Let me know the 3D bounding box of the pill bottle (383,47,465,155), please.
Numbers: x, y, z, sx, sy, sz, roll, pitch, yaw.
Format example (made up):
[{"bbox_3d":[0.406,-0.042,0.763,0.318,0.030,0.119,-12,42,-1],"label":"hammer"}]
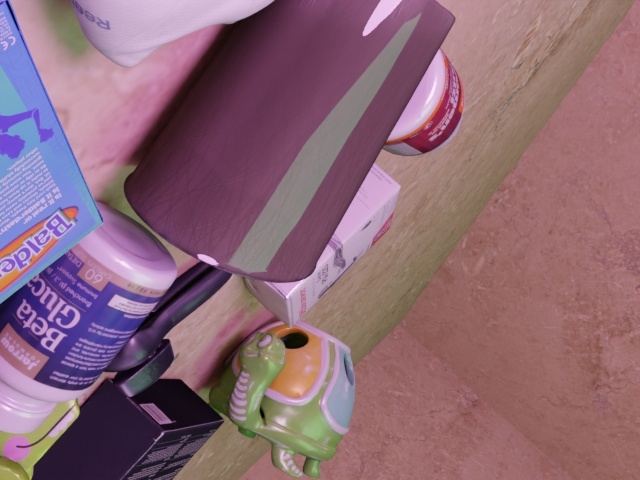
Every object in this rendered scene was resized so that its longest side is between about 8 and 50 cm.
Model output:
[{"bbox_3d":[0.088,-0.154,0.762,0.121,0.121,0.221,-52,166,13],"label":"pill bottle"}]

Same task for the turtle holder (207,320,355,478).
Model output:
[{"bbox_3d":[-0.073,0.245,1.218,0.320,0.243,0.227,37,77,-37],"label":"turtle holder"}]

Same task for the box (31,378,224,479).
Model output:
[{"bbox_3d":[-0.253,0.280,0.937,0.184,0.103,0.261,-51,167,-4],"label":"box"}]

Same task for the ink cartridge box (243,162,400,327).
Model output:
[{"bbox_3d":[0.000,0.000,0.975,0.218,0.092,0.158,-43,165,-15],"label":"ink cartridge box"}]

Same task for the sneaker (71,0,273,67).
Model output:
[{"bbox_3d":[-0.022,-0.198,0.400,0.297,0.111,0.129,-34,174,-28],"label":"sneaker"}]

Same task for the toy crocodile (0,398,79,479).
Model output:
[{"bbox_3d":[-0.335,0.239,0.596,0.340,0.105,0.115,-47,-165,-10],"label":"toy crocodile"}]

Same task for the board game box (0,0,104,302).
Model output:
[{"bbox_3d":[-0.208,-0.021,0.370,0.160,0.047,0.210,-43,164,-22],"label":"board game box"}]

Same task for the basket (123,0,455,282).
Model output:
[{"bbox_3d":[-0.015,-0.104,0.541,0.226,0.154,0.204,-57,163,17],"label":"basket"}]

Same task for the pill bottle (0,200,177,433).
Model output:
[{"bbox_3d":[-0.194,0.061,0.539,0.169,0.094,0.094,-51,166,9],"label":"pill bottle"}]

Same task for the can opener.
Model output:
[{"bbox_3d":[-0.167,0.079,0.766,0.186,0.059,0.073,-50,143,-35],"label":"can opener"}]
